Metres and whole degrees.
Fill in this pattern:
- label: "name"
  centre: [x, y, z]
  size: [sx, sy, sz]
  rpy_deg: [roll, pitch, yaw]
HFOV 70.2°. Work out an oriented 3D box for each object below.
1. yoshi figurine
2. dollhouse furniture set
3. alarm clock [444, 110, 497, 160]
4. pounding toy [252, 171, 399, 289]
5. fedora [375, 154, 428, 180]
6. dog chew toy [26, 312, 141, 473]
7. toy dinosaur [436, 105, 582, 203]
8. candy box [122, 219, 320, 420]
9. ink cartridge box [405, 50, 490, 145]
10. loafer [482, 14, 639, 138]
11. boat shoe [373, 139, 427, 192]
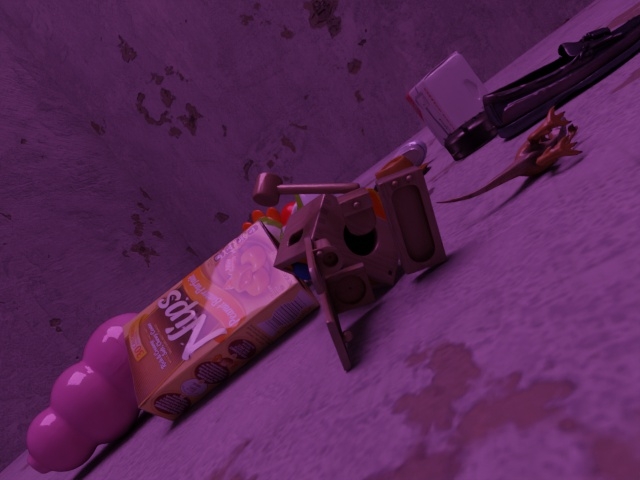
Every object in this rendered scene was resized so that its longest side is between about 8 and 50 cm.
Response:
- label: "yoshi figurine"
  centre: [-0.030, 0.031, 0.942]
  size: [0.362, 0.203, 0.203]
  rpy_deg: [-15, 61, 39]
- label: "dollhouse furniture set"
  centre: [0.065, 0.021, 0.482]
  size: [0.151, 0.144, 0.123]
  rpy_deg: [-20, 18, 2]
- label: "alarm clock"
  centre: [0.356, -0.253, 1.071]
  size: [0.129, 0.064, 0.192]
  rpy_deg: [-35, 4, 26]
- label: "pounding toy"
  centre: [-0.001, -0.004, 0.589]
  size: [0.181, 0.205, 0.094]
  rpy_deg: [-26, 45, 61]
- label: "fedora"
  centre: [0.210, -0.184, 1.288]
  size: [0.194, 0.079, 0.194]
  rpy_deg: [-38, 6, 4]
- label: "dog chew toy"
  centre: [-0.440, 0.310, 0.928]
  size: [0.332, 0.206, 0.206]
  rpy_deg: [-50, 12, -29]
- label: "toy dinosaur"
  centre: [0.260, -0.098, 0.569]
  size: [0.211, 0.064, 0.112]
  rpy_deg: [-31, -14, -18]
- label: "candy box"
  centre: [-0.178, 0.131, 0.784]
  size: [0.316, 0.088, 0.183]
  rpy_deg: [-38, 46, -1]
- label: "ink cartridge box"
  centre: [0.364, -0.388, 1.292]
  size: [0.117, 0.207, 0.283]
  rpy_deg: [-38, 6, 7]
- label: "loafer"
  centre: [0.442, -0.313, 0.830]
  size: [0.302, 0.095, 0.109]
  rpy_deg: [-36, 7, 17]
- label: "boat shoe"
  centre: [0.243, -0.215, 1.404]
  size: [0.076, 0.083, 0.226]
  rpy_deg: [-57, 5, -39]
